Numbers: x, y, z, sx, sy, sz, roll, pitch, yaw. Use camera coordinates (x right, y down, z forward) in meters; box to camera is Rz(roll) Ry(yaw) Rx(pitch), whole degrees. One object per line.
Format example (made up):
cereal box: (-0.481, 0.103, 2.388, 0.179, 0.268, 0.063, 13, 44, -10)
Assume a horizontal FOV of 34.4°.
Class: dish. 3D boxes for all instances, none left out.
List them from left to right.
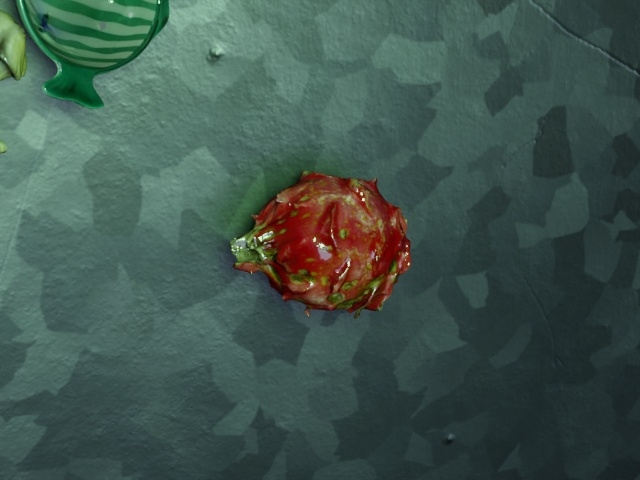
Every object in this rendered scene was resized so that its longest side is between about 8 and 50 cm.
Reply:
dish: (-0.295, -0.285, 1.248, 0.224, 0.078, 0.246, 14, 85, -43)

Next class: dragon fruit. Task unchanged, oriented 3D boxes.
dragon fruit: (0.000, 0.000, 1.451, 0.268, 0.205, 0.210, -2, 128, -30)

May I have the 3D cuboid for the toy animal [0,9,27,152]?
toy animal: (-0.444, -0.171, 1.236, 0.233, 0.121, 0.169, -23, 103, -4)
